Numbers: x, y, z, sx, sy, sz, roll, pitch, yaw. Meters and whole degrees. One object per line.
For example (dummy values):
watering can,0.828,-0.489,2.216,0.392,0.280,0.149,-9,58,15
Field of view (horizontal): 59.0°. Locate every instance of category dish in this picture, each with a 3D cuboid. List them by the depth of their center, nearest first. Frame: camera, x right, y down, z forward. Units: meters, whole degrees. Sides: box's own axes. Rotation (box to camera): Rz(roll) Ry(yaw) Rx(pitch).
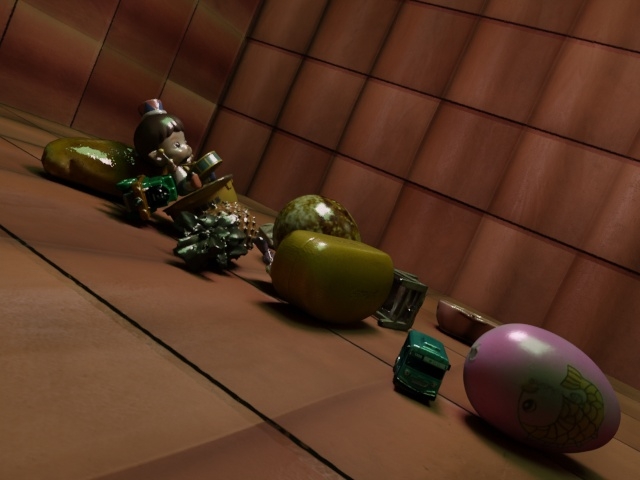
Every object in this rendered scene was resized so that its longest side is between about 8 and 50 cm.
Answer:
dish,0.451,0.267,1.782,0.213,0.090,0.213,24,2,-1

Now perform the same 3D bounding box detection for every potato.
potato,-0.572,-0.193,1.548,0.176,0.196,0.369,-29,-25,37

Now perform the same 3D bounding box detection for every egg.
egg,0.375,0.251,0.960,0.271,0.196,0.196,17,6,-12
egg,0.000,0.000,1.628,0.289,0.238,0.238,32,2,-21

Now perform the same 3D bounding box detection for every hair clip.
hair clip,-0.078,0.078,1.307,0.187,0.056,0.146,30,22,-51

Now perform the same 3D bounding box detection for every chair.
chair,0.218,0.159,1.545,0.147,0.136,0.270,30,6,42

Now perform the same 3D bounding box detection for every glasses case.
glasses case,0.043,0.089,1.239,0.141,0.173,0.371,26,8,31

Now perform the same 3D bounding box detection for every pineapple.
pineapple,-0.238,-0.008,1.254,0.170,0.141,0.310,31,12,-2

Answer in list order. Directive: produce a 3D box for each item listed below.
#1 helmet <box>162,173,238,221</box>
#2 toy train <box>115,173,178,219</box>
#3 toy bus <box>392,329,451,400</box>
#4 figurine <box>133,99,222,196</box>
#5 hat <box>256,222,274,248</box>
helmet,-0.291,-0.073,1.483,0.140,0.205,0.257,63,-15,-12
toy train,-0.417,-0.114,1.385,0.136,0.091,0.227,-15,15,-12
toy bus,0.179,0.216,1.006,0.079,0.092,0.160,23,5,7
figurine,-0.396,-0.249,1.512,0.275,0.158,0.161,47,14,-8
hat,-0.164,-0.013,1.967,0.122,0.081,0.166,25,-5,-13
